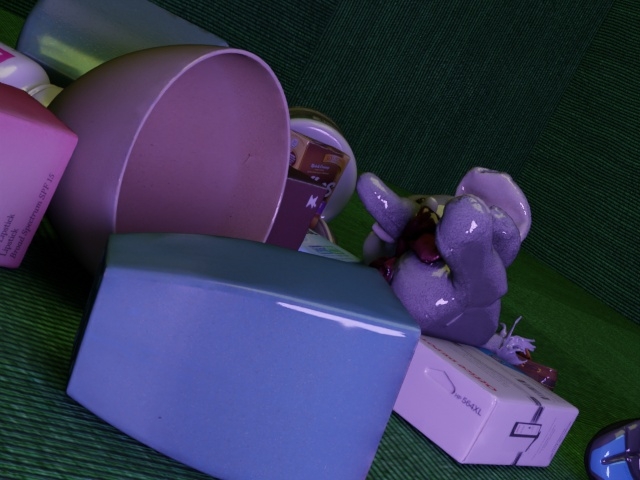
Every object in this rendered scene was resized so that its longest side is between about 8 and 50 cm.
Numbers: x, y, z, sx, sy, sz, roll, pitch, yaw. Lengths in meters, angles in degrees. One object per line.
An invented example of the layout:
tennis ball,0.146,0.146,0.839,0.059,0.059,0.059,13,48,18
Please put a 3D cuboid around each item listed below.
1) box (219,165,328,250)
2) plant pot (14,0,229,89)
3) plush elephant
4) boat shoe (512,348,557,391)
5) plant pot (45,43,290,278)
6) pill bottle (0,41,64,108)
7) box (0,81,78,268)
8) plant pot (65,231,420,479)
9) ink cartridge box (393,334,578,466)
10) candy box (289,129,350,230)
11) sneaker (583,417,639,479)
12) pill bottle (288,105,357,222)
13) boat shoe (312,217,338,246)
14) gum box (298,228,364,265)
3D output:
box,-0.138,-0.049,1.341,0.203,0.168,0.167,31,9,26
plant pot,-0.312,-0.190,1.447,0.247,0.248,0.252,28,25,4
plush elephant,0.133,0.016,1.375,0.330,0.272,0.255,31,28,-42
boat shoe,0.296,0.183,1.638,0.064,0.060,0.178,19,12,-40
plant pot,-0.188,-0.081,1.121,0.191,0.284,0.284,20,5,28
pill bottle,-0.410,-0.161,1.211,0.283,0.160,0.160,29,10,10
box,-0.364,-0.082,0.954,0.232,0.148,0.127,15,16,-48
plant pot,-0.073,0.088,0.850,0.234,0.165,0.166,17,12,-14
ink cartridge box,0.179,0.184,1.225,0.148,0.086,0.203,35,12,39
candy box,-0.042,-0.071,1.675,0.053,0.186,0.109,35,12,40
sneaker,0.412,0.285,1.355,0.140,0.125,0.341,-2,-10,43
pill bottle,-0.043,-0.150,2.043,0.204,0.204,0.361,26,9,-7
boat shoe,0.000,0.000,1.758,0.065,0.075,0.206,22,6,-22
gum box,-0.048,0.001,1.492,0.184,0.041,0.157,31,11,21
